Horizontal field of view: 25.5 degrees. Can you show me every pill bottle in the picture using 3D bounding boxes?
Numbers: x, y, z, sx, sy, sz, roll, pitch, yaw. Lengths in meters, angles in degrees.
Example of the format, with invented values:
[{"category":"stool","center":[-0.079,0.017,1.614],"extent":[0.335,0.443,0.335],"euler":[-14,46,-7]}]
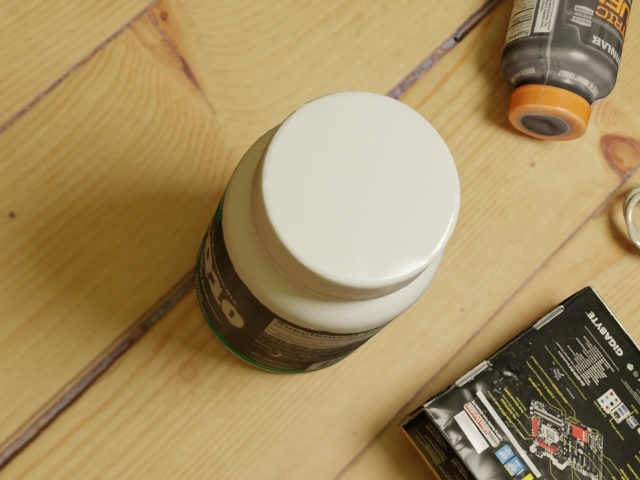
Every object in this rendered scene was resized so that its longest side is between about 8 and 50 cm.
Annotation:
[{"category":"pill bottle","center":[0.000,0.000,1.330],"extent":[0.204,0.361,0.204],"euler":[3,74,-11]},{"category":"pill bottle","center":[0.275,-0.237,1.574],"extent":[0.130,0.130,0.245],"euler":[16,73,-7]}]

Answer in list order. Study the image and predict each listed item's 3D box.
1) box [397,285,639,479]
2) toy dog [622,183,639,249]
[{"category":"box","center":[0.274,0.241,1.443],"extent":[0.257,0.079,0.322],"euler":[-33,81,-28]},{"category":"toy dog","center":[0.508,0.011,1.526],"extent":[0.220,0.161,0.333],"euler":[-40,93,-16]}]
